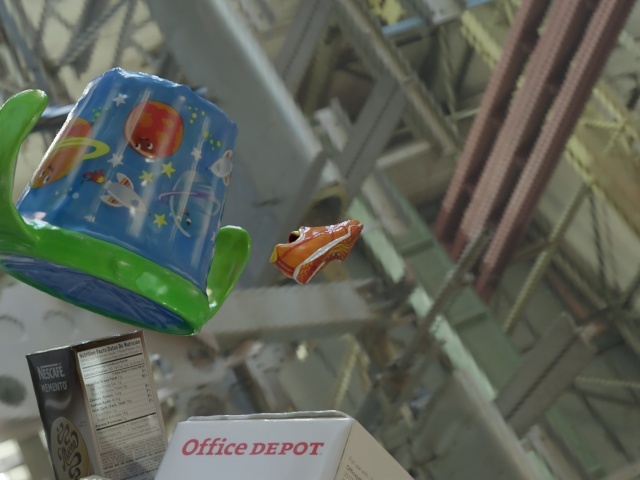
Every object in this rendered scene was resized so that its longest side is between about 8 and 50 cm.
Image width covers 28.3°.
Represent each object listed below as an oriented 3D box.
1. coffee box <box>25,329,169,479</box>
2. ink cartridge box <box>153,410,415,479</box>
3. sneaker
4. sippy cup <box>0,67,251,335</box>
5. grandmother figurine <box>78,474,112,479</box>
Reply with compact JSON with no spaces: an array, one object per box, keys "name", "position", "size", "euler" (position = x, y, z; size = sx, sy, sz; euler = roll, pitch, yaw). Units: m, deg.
[{"name":"coffee box","position":[-0.307,0.287,1.818],"size":[0.168,0.119,0.297],"euler":[-16,-93,54]},{"name":"ink cartridge box","position":[-0.088,0.411,1.474],"size":[0.285,0.395,0.166],"euler":[-7,-41,37]},{"name":"sneaker","position":[0.000,0.000,1.669],"size":[0.067,0.175,0.064],"euler":[36,-60,19]},{"name":"sippy cup","position":[-0.196,-0.045,1.312],"size":[0.240,0.224,0.305],"euler":[18,-15,5]},{"name":"grandmother figurine","position":[-0.370,0.388,1.572],"size":[0.208,0.342,0.104],"euler":[26,-61,24]}]
